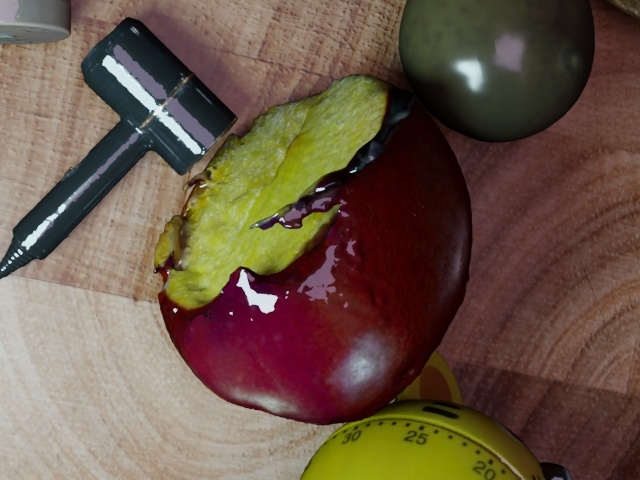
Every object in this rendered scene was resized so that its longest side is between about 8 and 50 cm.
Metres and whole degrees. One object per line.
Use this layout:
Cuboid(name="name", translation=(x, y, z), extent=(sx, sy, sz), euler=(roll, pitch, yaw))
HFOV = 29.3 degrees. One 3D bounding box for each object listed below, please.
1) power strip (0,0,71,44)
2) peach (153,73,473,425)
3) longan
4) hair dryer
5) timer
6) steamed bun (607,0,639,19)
Cuboid(name="power strip", translation=(-0.368, -0.276, 1.438), extent=(0.154, 0.154, 0.078), euler=(-1, 89, -14))
Cuboid(name="peach", translation=(0.000, 0.000, 1.452), extent=(0.353, 0.339, 0.417), euler=(10, 87, -43))
Cuboid(name="longan", translation=(0.222, -0.247, 1.526), extent=(0.258, 0.258, 0.258), euler=(0, 92, -14))
Cuboid(name="hair dryer", translation=(-0.289, -0.092, 1.495), extent=(0.352, 0.107, 0.189), euler=(-45, 99, -3))
Cuboid(name="timer", translation=(0.148, 0.342, 1.513), extent=(0.387, 0.376, 0.376), euler=(-37, 103, -54))
Cuboid(name="steamed bun", translation=(0.464, -0.408, 1.624), extent=(0.273, 0.166, 0.232), euler=(30, 71, 7))
